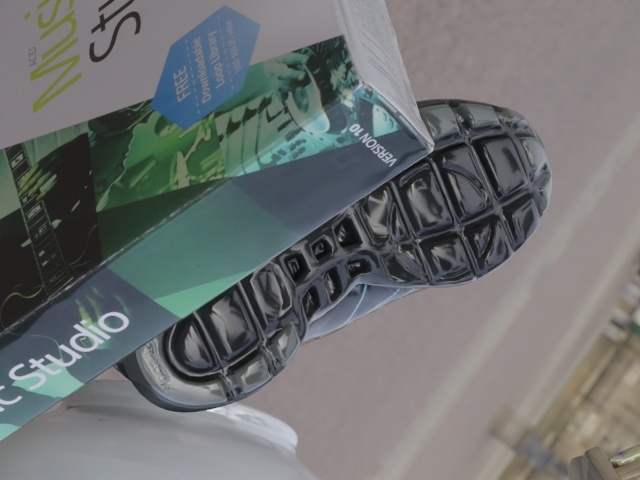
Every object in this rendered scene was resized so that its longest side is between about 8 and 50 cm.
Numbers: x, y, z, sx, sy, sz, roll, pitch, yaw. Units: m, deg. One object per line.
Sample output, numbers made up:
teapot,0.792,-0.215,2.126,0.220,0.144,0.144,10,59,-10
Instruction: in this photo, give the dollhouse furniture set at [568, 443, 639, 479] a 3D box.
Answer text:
dollhouse furniture set,0.228,0.155,0.930,0.182,0.101,0.161,-18,140,-16

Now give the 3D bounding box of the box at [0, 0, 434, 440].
box,-0.113,-0.042,0.797,0.322,0.058,0.232,-35,-139,20

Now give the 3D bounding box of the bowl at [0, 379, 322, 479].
bowl,-0.094,0.163,1.034,0.298,0.298,0.134,90,11,-73

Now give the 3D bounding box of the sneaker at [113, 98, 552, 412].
sneaker,0.000,0.000,0.942,0.267,0.101,0.106,-25,-173,-22
